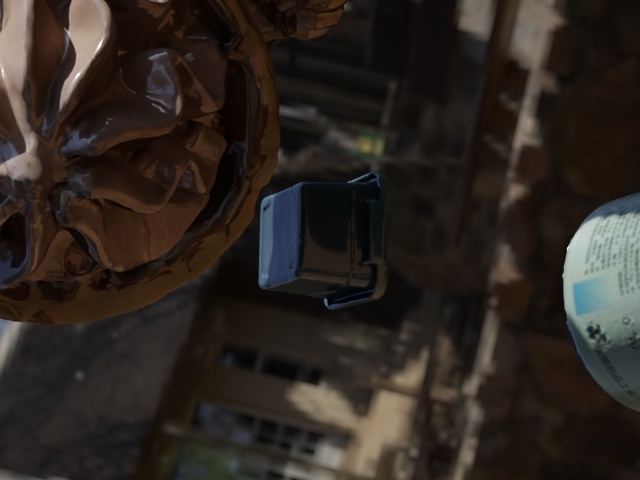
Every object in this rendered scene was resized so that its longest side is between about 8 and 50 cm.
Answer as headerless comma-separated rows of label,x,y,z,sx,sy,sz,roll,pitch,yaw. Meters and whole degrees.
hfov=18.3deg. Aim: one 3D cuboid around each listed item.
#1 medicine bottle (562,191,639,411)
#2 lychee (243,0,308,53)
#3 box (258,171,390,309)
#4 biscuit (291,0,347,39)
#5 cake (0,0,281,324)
medicine bottle,0.235,0.022,1.108,0.168,0.135,0.135,-20,44,48
lychee,-0.152,-0.185,1.027,0.330,0.306,0.306,-20,-53,-48
box,0.000,0.000,1.159,0.099,0.054,0.074,160,111,-70
biscuit,-0.034,-0.221,1.530,0.183,0.061,0.118,62,148,36
cake,-0.107,-0.046,0.829,0.178,0.185,0.208,-113,-3,-55
